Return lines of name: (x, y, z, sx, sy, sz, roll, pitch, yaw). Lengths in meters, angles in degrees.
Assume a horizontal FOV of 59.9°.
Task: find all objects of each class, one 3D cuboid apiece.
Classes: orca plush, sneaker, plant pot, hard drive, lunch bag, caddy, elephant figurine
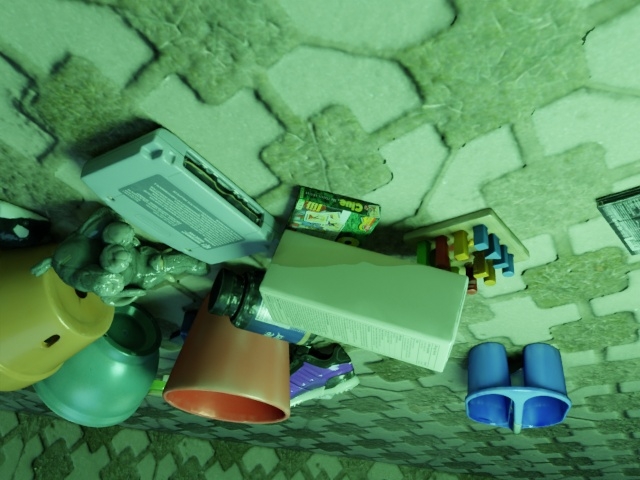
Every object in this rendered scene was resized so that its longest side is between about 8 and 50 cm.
orca plush: (-0.648, -0.032, 0.989, 0.287, 0.102, 0.151, 26, 145, -29)
sneaker: (-0.055, 0.349, 1.475, 0.293, 0.146, 0.102, -18, -179, 7)
plant pot: (-0.504, 0.262, 1.330, 0.293, 0.293, 0.196, 30, 116, -34)
plant pot: (-0.555, 0.127, 1.099, 0.203, 0.291, 0.291, -20, 143, 12)
hard drive: (-0.338, 0.264, 1.510, 0.094, 0.022, 0.135, 27, 144, -30)
lunch bag: (-0.304, 0.220, 1.382, 0.065, 0.067, 0.098, 5, 149, 2)
caddy: (0.484, 0.386, 1.387, 0.241, 0.179, 0.341, -3, 148, 15)
elephant figurine: (-0.358, 0.053, 1.042, 0.186, 0.169, 0.239, 28, 174, 21)
plant pot: (-0.187, 0.254, 1.240, 0.275, 0.243, 0.275, 6, 150, 3)

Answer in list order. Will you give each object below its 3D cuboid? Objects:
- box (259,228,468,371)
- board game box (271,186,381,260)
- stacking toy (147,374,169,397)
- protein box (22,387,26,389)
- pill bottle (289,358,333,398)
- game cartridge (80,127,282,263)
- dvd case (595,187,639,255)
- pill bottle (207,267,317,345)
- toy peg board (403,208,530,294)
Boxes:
box: (0.072, 0.100, 0.921, 0.311, 0.121, 0.148, 15, 152, 13)
board game box: (0.000, 0.000, 0.981, 0.136, 0.030, 0.260, 11, 150, -10)
stacking toy: (-0.629, 0.536, 1.931, 0.279, 0.130, 0.309, 20, 148, -20)
protein box: (-0.786, 0.246, 1.398, 0.136, 0.200, 0.201, 15, 149, -13)
pill bottle: (-0.060, 0.393, 1.584, 0.193, 0.108, 0.108, -1, 149, 13)
game cartridge: (-0.224, -0.057, 0.907, 0.196, 0.060, 0.294, -17, 142, 29)
dvd case: (0.537, -0.046, 0.795, 0.221, 0.018, 0.164, -19, 140, 38)
pill bottle: (-0.110, 0.131, 1.135, 0.219, 0.123, 0.123, 19, 148, -19)
toy peg board: (0.248, 0.038, 0.941, 0.160, 0.079, 0.161, -17, 142, 36)
